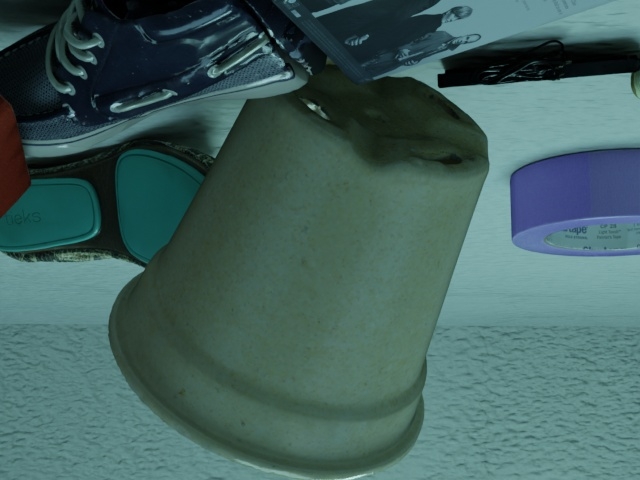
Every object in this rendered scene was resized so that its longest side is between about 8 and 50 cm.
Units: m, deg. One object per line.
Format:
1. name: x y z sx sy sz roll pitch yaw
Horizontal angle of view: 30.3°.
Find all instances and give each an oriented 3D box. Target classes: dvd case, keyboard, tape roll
1. dvd case: 0.103 -0.190 0.869 0.238 0.030 0.179 -17 161 17
2. keyboard: 0.208 -0.172 1.127 0.192 0.038 0.100 -4 -169 14
3. tape roll: 0.394 -0.045 1.587 0.274 0.090 0.275 1 168 0

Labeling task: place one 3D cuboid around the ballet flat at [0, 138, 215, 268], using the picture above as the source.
1. ballet flat: -0.229 -0.046 1.497 0.482 0.164 0.182 0 -172 39

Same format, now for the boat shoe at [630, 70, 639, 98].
1. boat shoe: 0.372 -0.148 1.160 0.135 0.050 0.045 4 174 -20

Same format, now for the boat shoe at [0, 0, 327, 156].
1. boat shoe: -0.176 -0.165 0.953 0.340 0.127 0.158 -13 160 19

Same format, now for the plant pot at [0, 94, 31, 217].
1. plant pot: -0.413 -0.051 0.929 0.267 0.236 0.267 33 166 -3

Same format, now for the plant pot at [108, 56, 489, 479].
1. plant pot: 0.000 0.000 1.120 0.333 0.305 0.334 18 -152 -10
